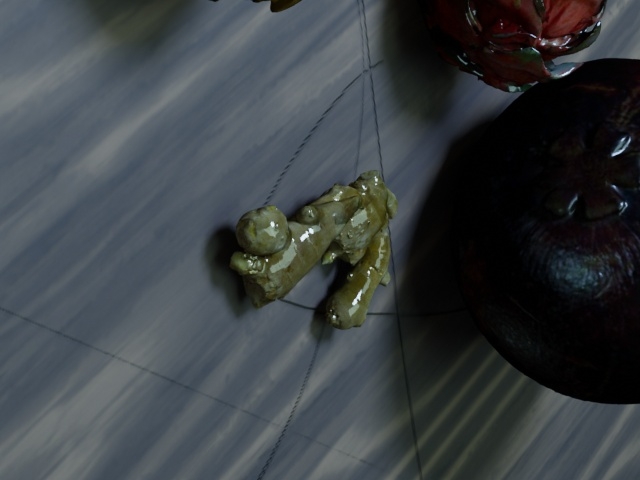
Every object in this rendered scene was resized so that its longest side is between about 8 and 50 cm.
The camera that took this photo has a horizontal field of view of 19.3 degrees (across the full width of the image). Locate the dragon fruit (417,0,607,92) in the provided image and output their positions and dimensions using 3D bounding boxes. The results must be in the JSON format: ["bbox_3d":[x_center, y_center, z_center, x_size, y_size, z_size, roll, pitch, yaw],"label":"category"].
[{"bbox_3d":[0.170,-0.226,1.612,0.182,0.182,0.189,29,82,-53],"label":"dragon fruit"}]

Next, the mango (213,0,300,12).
[{"bbox_3d":[-0.044,-0.306,1.308,0.201,0.152,0.287,7,92,-50],"label":"mango"}]

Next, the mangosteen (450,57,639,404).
[{"bbox_3d":[0.272,-0.003,1.707,0.330,0.330,0.330,-18,112,-52],"label":"mangosteen"}]

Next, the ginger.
[{"bbox_3d":[0.000,0.000,1.535,0.176,0.052,0.193,-57,146,-29],"label":"ginger"}]
